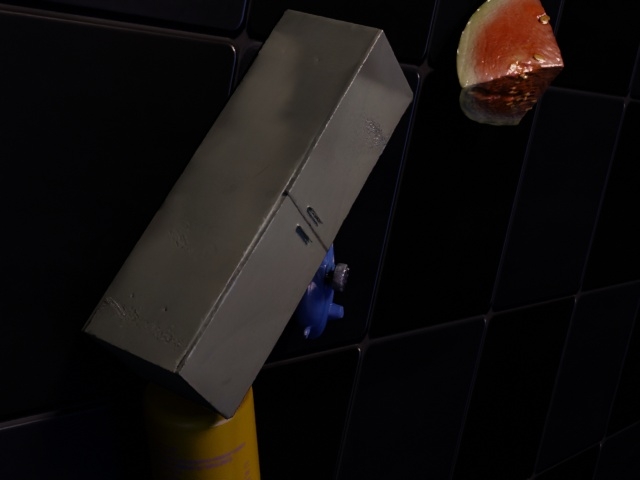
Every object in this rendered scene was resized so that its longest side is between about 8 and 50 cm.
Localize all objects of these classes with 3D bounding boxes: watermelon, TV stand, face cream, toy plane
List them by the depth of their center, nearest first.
[{"bbox_3d":[-0.040,-0.023,0.777,0.270,0.088,0.083,-60,146,-16],"label":"TV stand"},{"bbox_3d":[-0.079,0.219,0.849,0.078,0.078,0.273,-34,133,-43],"label":"face cream"},{"bbox_3d":[0.000,0.000,0.891,0.062,0.054,0.167,-58,155,-67],"label":"toy plane"},{"bbox_3d":[0.174,-0.169,1.017,0.125,0.094,0.135,17,88,-50],"label":"watermelon"}]
